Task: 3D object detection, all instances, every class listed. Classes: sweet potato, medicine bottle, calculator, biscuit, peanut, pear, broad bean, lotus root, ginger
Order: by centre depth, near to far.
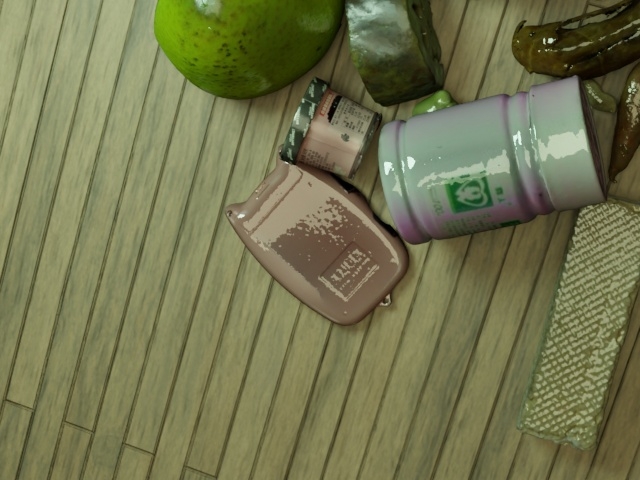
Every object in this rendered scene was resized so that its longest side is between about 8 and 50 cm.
[{"bbox_3d":[0.457,-0.333,1.846,0.309,0.107,0.133,-19,77,16],"label":"ginger"},{"bbox_3d":[0.273,-0.123,1.850,0.326,0.212,0.212,-13,95,17],"label":"medicine bottle"},{"bbox_3d":[-0.116,-0.372,1.866,0.342,0.318,0.238,-45,82,16],"label":"pear"},{"bbox_3d":[0.503,-0.190,1.877,0.060,0.068,0.205,28,108,43],"label":"sweet potato"},{"bbox_3d":[0.447,-0.235,1.896,0.083,0.037,0.037,40,104,0],"label":"peanut"},{"bbox_3d":[0.118,-0.339,1.915,0.119,0.138,0.234,-10,101,24],"label":"lotus root"},{"bbox_3d":[0.443,0.134,1.925,0.144,0.078,0.425,16,101,9],"label":"biscuit"},{"bbox_3d":[0.190,-0.221,1.939,0.083,0.063,0.045,-18,116,40],"label":"broad bean"},{"bbox_3d":[0.000,0.000,2.022,0.330,0.048,0.220,42,103,2],"label":"calculator"}]

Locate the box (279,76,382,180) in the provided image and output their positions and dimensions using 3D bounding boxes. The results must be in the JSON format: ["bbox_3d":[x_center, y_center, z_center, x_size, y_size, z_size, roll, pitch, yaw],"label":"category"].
[{"bbox_3d":[0.021,-0.180,1.944,0.135,0.151,0.151,22,102,1],"label":"box"}]
